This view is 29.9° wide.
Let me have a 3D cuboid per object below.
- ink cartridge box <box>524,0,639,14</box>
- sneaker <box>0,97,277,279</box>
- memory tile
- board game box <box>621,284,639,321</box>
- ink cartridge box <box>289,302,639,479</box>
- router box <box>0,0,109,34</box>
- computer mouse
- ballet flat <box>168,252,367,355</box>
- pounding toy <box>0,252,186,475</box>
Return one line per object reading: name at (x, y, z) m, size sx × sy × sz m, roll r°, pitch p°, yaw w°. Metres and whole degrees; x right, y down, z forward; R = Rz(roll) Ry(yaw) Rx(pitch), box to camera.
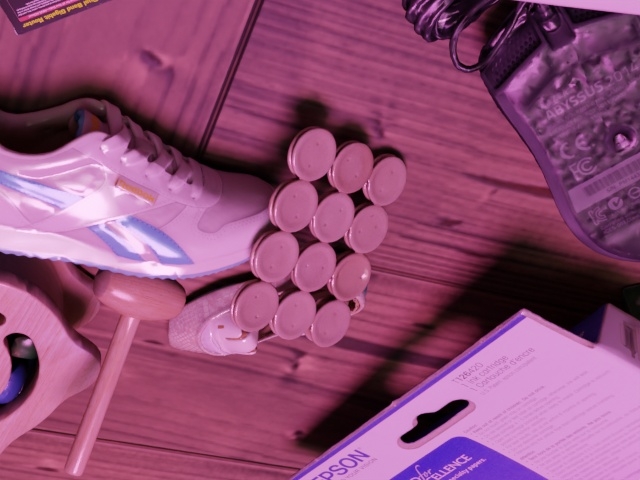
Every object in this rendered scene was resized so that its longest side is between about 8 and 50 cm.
ink cartridge box at (0.236, -0.226, 0.608) m, size 0.306 × 0.131 × 0.226 m, roll 3°, pitch 115°, yaw -12°
sneaker at (-0.130, -0.037, 0.788) m, size 0.229 × 0.087 × 0.092 m, roll 5°, pitch 123°, yaw -18°
memory tile at (0.000, 0.000, 0.827) m, size 0.113 × 0.012 × 0.148 m, roll 15°, pitch 99°, yaw -44°
board game box at (0.419, 0.089, 1.005) m, size 0.317 × 0.046 × 0.213 m, roll -14°, pitch 133°, yaw 4°
ink cartridge box at (0.184, 0.174, 1.000) m, size 0.307 × 0.072 × 0.303 m, roll 31°, pitch 132°, yaw -20°
router box at (-0.141, -0.182, 0.686) m, size 0.122 × 0.038 × 0.092 m, roll -18°, pitch 131°, yaw 9°
computer mouse at (0.187, -0.105, 0.788) m, size 0.188 × 0.072 × 0.272 m, roll -25°, pitch 120°, yaw 12°
ballet flat at (-0.043, 0.056, 0.904) m, size 0.168 × 0.052 × 0.057 m, roll -23°, pitch 131°, yaw 13°
pounding toy at (-0.236, 0.083, 0.830) m, size 0.269 × 0.155 × 0.154 m, roll -38°, pitch 130°, yaw 25°
